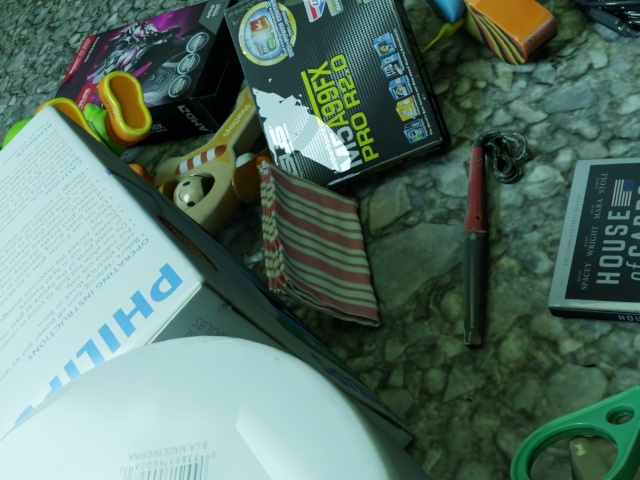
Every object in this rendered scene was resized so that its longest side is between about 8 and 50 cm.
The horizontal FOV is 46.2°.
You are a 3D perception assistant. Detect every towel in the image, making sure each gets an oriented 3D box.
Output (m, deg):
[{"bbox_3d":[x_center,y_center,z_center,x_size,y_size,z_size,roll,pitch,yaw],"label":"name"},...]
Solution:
[{"bbox_3d":[0.000,0.000,0.858,0.029,0.144,0.197,-43,40,34],"label":"towel"}]

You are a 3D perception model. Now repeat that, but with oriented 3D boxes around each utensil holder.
[{"bbox_3d":[-0.019,0.285,0.472,0.328,0.385,0.327,-16,48,19],"label":"utensil holder"}]

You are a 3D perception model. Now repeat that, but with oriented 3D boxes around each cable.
[{"bbox_3d":[0.377,-0.321,0.902,0.150,0.047,0.184,-39,45,3],"label":"cable"}]

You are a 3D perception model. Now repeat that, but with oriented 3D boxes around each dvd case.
[{"bbox_3d":[0.348,-0.003,0.702,0.239,0.029,0.179,1,59,34],"label":"dvd case"}]

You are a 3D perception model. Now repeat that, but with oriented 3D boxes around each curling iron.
[{"bbox_3d":[0.182,-0.013,0.817,0.068,0.035,0.274,-3,57,33],"label":"curling iron"}]

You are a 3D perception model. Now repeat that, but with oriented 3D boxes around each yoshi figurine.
[{"bbox_3d":[-0.401,-0.145,1.139,0.362,0.204,0.203,-28,49,53],"label":"yoshi figurine"}]

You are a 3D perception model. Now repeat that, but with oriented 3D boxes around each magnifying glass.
[{"bbox_3d":[0.251,0.139,0.608,0.231,0.026,0.092,-32,18,-14],"label":"magnifying glass"}]

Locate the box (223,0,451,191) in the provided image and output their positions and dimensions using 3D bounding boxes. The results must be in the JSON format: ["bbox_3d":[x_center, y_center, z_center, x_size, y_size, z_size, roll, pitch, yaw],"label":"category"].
[{"bbox_3d":[0.019,-0.208,0.952,0.216,0.060,0.270,-19,86,20],"label":"box"}]

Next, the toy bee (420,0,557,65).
[{"bbox_3d":[0.194,-0.334,0.986,0.195,0.162,0.298,-21,73,9],"label":"toy bee"}]

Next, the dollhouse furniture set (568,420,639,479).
[{"bbox_3d":[0.321,0.241,0.516,0.198,0.151,0.301,-26,18,8],"label":"dollhouse furniture set"}]

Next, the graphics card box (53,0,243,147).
[{"bbox_3d":[-0.301,-0.276,1.298,0.371,0.094,0.232,-2,57,32],"label":"graphics card box"}]

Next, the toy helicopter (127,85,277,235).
[{"bbox_3d":[-0.128,-0.118,1.044,0.235,0.140,0.355,-2,46,40],"label":"toy helicopter"}]

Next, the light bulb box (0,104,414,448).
[{"bbox_3d":[-0.159,0.108,0.734,0.225,0.358,0.361,-48,46,-2],"label":"light bulb box"}]
